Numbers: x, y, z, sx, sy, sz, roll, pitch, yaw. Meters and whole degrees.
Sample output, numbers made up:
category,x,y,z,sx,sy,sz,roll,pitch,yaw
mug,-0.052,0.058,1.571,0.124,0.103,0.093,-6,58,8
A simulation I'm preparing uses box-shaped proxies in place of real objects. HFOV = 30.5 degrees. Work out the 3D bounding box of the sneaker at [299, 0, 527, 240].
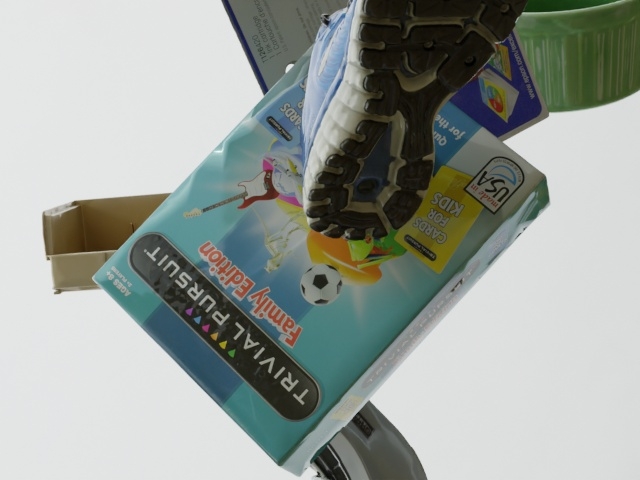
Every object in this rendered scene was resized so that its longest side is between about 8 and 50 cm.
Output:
category,x,y,z,sx,sy,sz,roll,pitch,yaw
sneaker,0.051,-0.163,0.914,0.129,0.147,0.330,7,-52,-25

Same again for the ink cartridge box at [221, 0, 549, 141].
category,x,y,z,sx,sy,sz,roll,pitch,yaw
ink cartridge box,0.071,-0.210,1.316,0.307,0.072,0.304,-27,-73,-11

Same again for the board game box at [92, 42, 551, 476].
category,x,y,z,sx,sy,sz,roll,pitch,yaw
board game box,0.000,0.000,1.064,0.336,0.254,0.079,-47,-23,-5

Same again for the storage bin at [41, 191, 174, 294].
category,x,y,z,sx,sy,sz,roll,pitch,yaw
storage bin,-0.253,-0.003,1.732,0.262,0.260,0.123,-4,-85,-1

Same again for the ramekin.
category,x,y,z,sx,sy,sz,roll,pitch,yaw
ramekin,0.322,-0.292,1.605,0.303,0.303,0.148,-32,-53,-35

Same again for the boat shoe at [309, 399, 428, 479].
category,x,y,z,sx,sy,sz,roll,pitch,yaw
boat shoe,0.028,0.272,1.513,0.306,0.105,0.113,50,-137,-14
